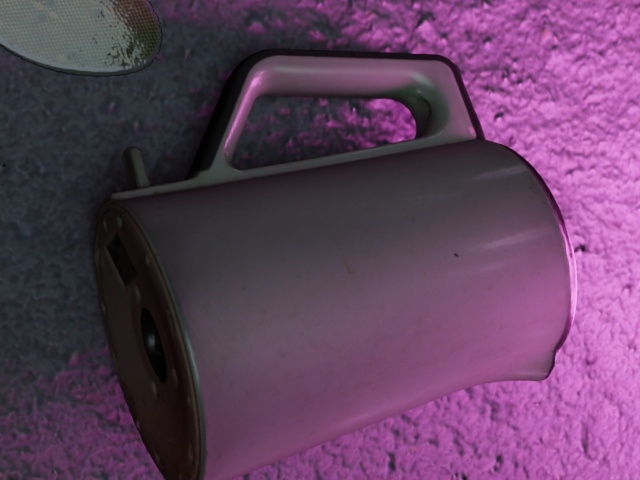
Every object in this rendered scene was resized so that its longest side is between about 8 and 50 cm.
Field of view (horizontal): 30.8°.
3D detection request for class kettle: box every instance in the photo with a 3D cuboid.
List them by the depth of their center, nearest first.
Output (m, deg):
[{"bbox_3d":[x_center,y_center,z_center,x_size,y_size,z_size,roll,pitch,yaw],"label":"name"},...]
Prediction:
[{"bbox_3d":[0.000,0.000,1.046,0.377,0.250,0.361,-14,77,-23],"label":"kettle"}]

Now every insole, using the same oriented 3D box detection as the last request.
[{"bbox_3d":[-0.279,-0.226,0.978,0.322,0.007,0.109,24,90,-27],"label":"insole"}]
